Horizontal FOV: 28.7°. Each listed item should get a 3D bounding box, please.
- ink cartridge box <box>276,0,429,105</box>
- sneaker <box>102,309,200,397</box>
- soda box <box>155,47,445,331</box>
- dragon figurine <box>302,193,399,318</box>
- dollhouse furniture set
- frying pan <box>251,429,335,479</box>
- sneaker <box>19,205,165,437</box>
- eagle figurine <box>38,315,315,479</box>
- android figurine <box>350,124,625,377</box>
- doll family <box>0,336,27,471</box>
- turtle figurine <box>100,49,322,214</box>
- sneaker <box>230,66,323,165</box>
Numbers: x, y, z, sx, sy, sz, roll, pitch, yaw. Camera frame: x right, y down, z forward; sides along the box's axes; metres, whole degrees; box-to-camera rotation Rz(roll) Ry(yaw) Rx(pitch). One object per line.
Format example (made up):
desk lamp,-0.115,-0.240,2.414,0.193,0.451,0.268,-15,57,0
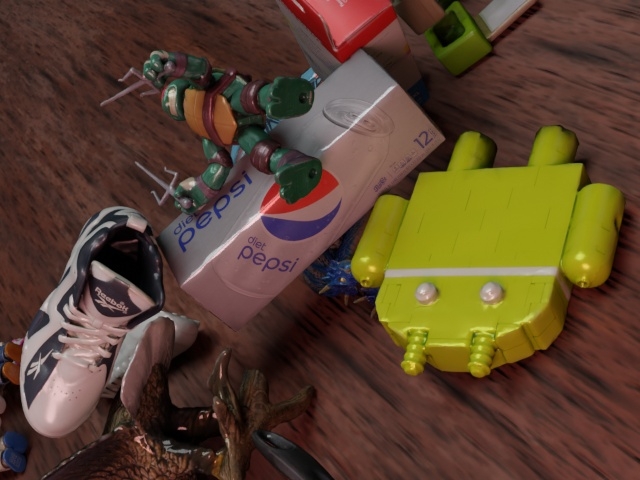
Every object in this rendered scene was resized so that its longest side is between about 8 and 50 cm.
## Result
ink cartridge box,0.024,-0.222,1.307,0.078,0.231,0.134,-39,61,-3
sneaker,-0.226,0.137,1.451,0.235,0.090,0.094,-18,54,44
soda box,-0.022,-0.050,1.231,0.286,0.091,0.098,-42,38,6
dragon figurine,0.000,0.000,1.314,0.289,0.085,0.144,8,60,52
dollhouse furniture set,0.097,-0.361,1.395,0.151,0.301,0.197,-40,30,15
frying pan,0.024,0.229,0.927,0.326,0.197,0.053,13,104,33
sneaker,-0.213,0.075,1.180,0.235,0.094,0.153,-64,13,-12
eagle figurine,-0.178,0.224,1.186,0.298,0.226,0.225,-21,60,27
android figurine,0.146,0.009,1.126,0.248,0.056,0.272,0,51,32
doll family,-0.446,0.201,1.590,0.163,0.118,0.263,-26,37,31
turtle figurine,-0.102,-0.114,1.176,0.234,0.175,0.118,15,50,42
sneaker,0.001,-0.138,1.453,0.262,0.104,0.125,-46,33,2
